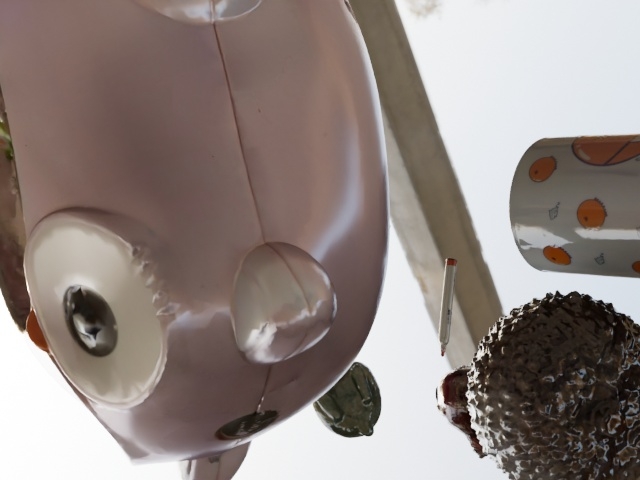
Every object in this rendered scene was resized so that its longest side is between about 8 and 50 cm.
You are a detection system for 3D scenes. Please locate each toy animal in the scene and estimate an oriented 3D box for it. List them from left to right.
[{"bbox_3d":[0.032,0.267,1.359,0.126,0.127,0.251,3,176,-4],"label":"toy animal"}]

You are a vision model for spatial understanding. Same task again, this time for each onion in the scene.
[{"bbox_3d":[0.315,0.364,1.663,0.136,0.173,0.198,0,-104,27],"label":"onion"}]

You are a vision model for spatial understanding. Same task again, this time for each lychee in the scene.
[{"bbox_3d":[0.337,0.221,1.097,0.300,0.300,0.300,-19,-154,10],"label":"lychee"}]

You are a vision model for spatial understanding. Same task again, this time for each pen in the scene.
[{"bbox_3d":[0.274,0.145,1.677,0.026,0.026,0.218,-5,-112,35],"label":"pen"}]

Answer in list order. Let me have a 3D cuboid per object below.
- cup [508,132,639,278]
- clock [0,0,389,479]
[{"bbox_3d":[0.459,-0.047,1.087,0.212,0.212,0.317,-41,-152,-31],"label":"cup"},{"bbox_3d":[-0.093,-0.048,0.531,0.251,0.368,0.376,-11,-120,-28],"label":"clock"}]
